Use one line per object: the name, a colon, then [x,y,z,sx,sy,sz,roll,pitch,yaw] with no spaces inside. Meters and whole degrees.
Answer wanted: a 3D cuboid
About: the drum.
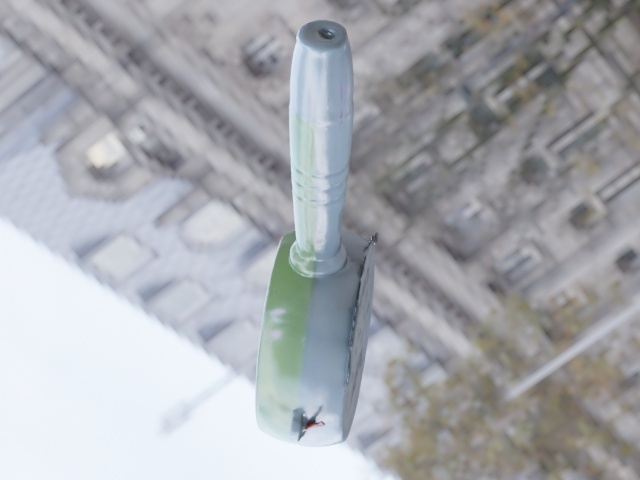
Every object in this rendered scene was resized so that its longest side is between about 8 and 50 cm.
drum: [0.003,-0.010,1.013,0.130,0.049,0.253,-71,-13,-61]
